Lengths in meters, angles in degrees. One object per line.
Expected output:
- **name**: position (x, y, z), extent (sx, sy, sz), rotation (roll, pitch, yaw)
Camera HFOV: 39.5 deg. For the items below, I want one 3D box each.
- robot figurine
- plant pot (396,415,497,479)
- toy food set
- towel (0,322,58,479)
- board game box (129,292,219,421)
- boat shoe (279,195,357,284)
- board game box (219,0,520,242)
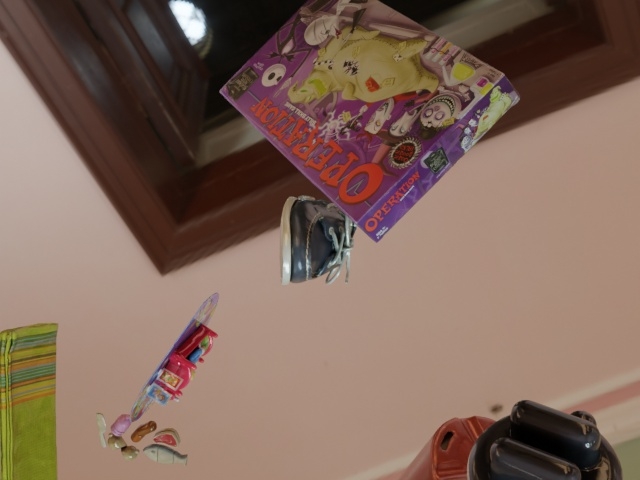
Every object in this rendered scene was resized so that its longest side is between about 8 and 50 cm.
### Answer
- **robot figurine**: position (0.260, 0.311, 1.031), extent (0.209, 0.278, 0.173), rotation (-18, -139, -10)
- **plant pot**: position (0.227, 0.442, 1.446), extent (0.273, 0.265, 0.272), rotation (13, -142, -11)
- **toy food set**: position (-0.233, 0.257, 1.148), extent (0.122, 0.077, 0.019), rotation (5, -152, 13)
- **towel**: position (-0.332, 0.216, 1.032), extent (0.021, 0.237, 0.102), rotation (0, -178, 18)
- **board game box**: position (-0.148, 0.138, 0.990), extent (0.168, 0.033, 0.133), rotation (-55, 175, -19)
- **boat shoe**: position (0.000, 0.000, 1.005), extent (0.079, 0.095, 0.254), rotation (8, -174, 4)
- **board game box**: position (0.036, -0.164, 0.998), extent (0.208, 0.056, 0.347), rotation (-49, -137, 4)
